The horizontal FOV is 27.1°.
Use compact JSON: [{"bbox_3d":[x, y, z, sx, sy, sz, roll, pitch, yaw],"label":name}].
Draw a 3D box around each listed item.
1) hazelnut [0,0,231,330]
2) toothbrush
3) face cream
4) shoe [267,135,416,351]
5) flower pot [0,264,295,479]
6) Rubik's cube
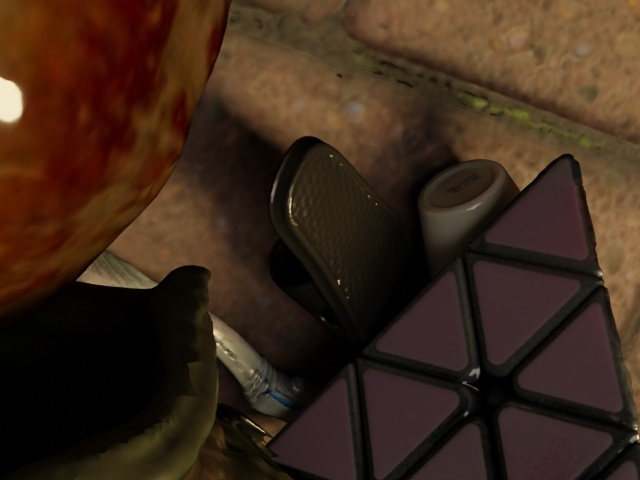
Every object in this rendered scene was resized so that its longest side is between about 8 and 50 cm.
[{"bbox_3d":[-0.128,-0.077,0.421,0.218,0.218,0.234,29,101,-34],"label":"hazelnut"},{"bbox_3d":[0.010,0.090,0.679,0.413,0.035,0.042,30,116,-33],"label":"toothbrush"},{"bbox_3d":[0.100,0.042,0.693,0.072,0.051,0.182,-32,123,-12],"label":"face cream"},{"bbox_3d":[0.000,0.000,0.622,0.062,0.053,0.159,-67,152,-19],"label":"shoe"},{"bbox_3d":[-0.132,0.148,0.492,0.302,0.302,0.213,-25,110,-16],"label":"flower pot"},{"bbox_3d":[0.057,0.064,0.634,0.178,0.211,0.190,-7,87,6],"label":"Rubik's cube"}]
